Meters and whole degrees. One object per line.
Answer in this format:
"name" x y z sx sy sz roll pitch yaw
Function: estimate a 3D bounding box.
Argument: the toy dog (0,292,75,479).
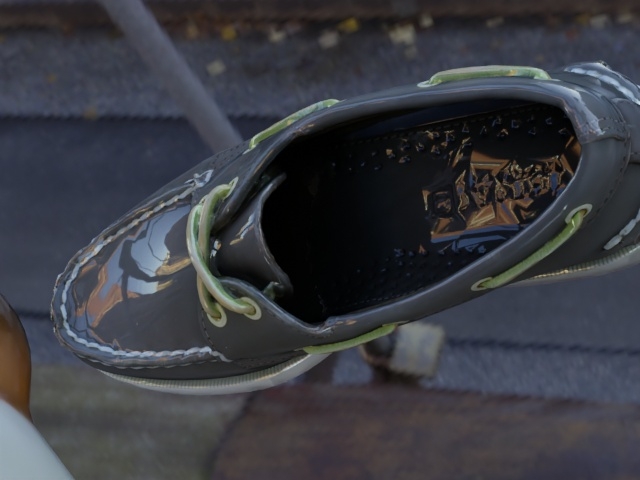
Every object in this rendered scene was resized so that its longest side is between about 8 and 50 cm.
"toy dog" -0.127 0.149 0.321 0.284 0.395 0.408 -59 19 6

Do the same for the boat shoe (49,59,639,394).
"boat shoe" -0.001 -0.004 0.721 0.305 0.091 0.109 -17 77 28
